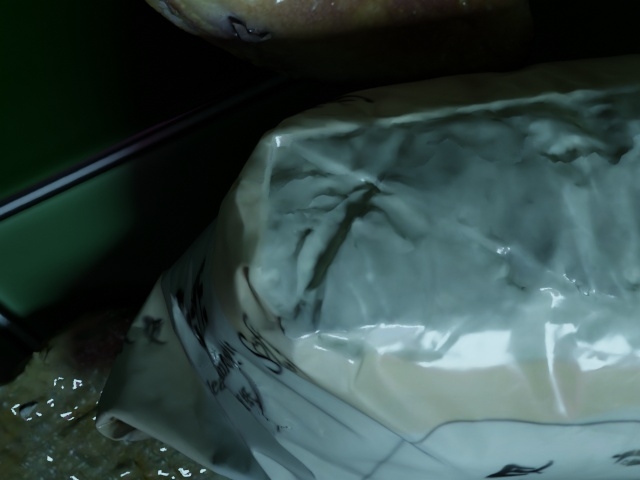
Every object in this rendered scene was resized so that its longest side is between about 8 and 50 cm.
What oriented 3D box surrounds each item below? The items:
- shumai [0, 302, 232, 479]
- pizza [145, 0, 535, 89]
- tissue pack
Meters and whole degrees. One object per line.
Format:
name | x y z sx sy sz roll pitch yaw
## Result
shumai | -0.124 0.129 1.148 0.209 0.161 0.153 -26 174 -25
pizza | -0.007 -0.153 0.824 0.161 0.085 0.305 -46 132 15
tissue pack | 0.100 0.036 0.935 0.390 0.195 0.375 -5 166 -15
